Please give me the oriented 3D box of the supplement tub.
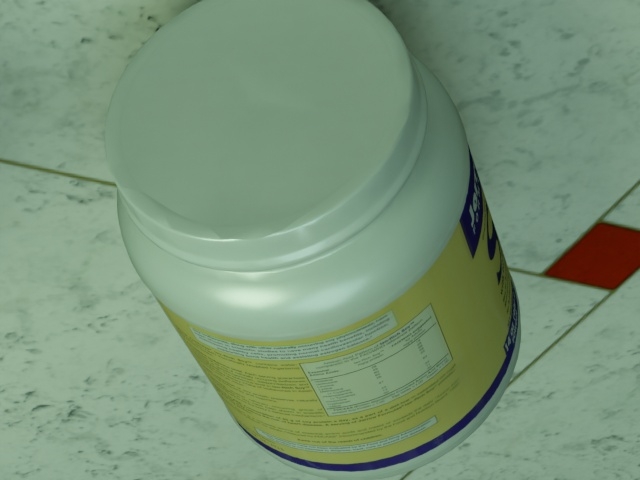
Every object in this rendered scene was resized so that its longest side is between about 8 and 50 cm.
[{"bbox_3d":[0.000,0.000,1.274,0.241,0.241,0.331,-16,146,6],"label":"supplement tub"}]
